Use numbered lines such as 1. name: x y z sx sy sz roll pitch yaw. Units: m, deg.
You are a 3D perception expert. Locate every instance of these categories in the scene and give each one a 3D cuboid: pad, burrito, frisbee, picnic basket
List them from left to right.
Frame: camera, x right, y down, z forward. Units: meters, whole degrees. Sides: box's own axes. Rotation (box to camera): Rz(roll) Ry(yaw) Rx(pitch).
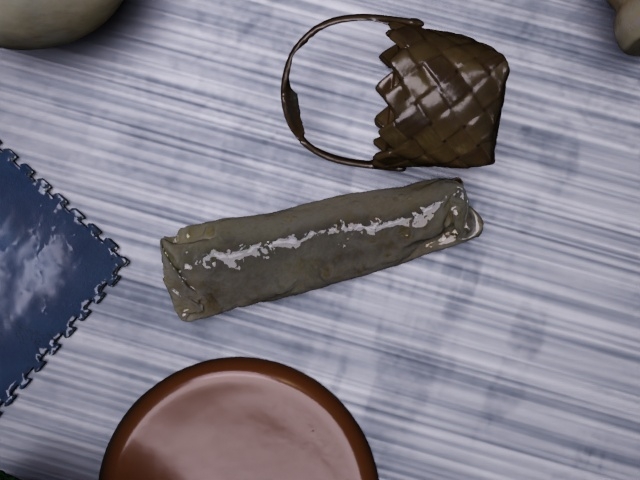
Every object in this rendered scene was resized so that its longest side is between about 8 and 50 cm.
1. pad: -0.348 0.030 1.129 0.270 0.012 0.269 43 92 3
2. frisbee: -0.073 0.227 1.105 0.251 0.021 0.250 0 90 3
3. burrito: 0.000 0.000 1.083 0.275 0.059 0.082 -15 95 4
4. picnic basket: 0.057 -0.120 1.038 0.178 0.138 0.128 2 100 -1

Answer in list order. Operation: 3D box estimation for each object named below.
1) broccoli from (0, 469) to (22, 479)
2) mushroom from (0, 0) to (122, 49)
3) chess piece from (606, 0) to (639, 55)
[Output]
1. broccoli: -0.249 0.325 0.988 0.297 0.297 0.297 12 106 45
2. mushroom: -0.251 -0.297 1.045 0.254 0.234 0.260 15 133 32
3. chess piece: 0.265 -0.314 1.027 0.167 0.167 0.299 -22 82 4
